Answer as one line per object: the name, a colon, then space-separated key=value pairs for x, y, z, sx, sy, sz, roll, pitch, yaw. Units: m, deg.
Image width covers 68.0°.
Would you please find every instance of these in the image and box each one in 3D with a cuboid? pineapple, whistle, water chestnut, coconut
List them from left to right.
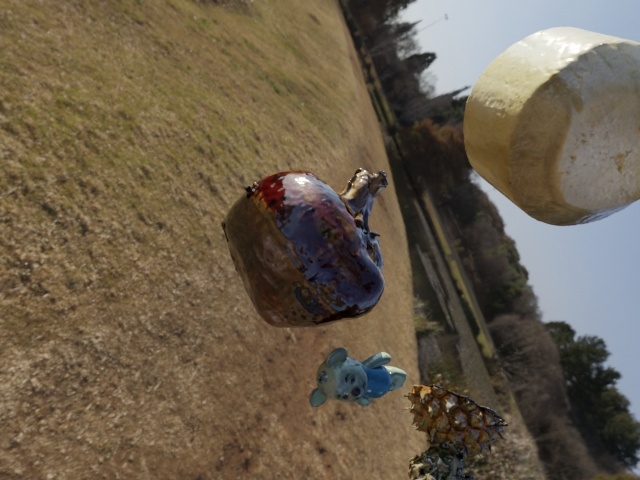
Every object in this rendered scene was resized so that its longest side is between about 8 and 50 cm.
water chestnut: x=0.000 y=0.000 z=0.874 sx=0.335 sy=0.346 sz=0.335 roll=56 pitch=-2 yaw=3
whistle: x=0.080 y=0.250 z=0.849 sx=0.235 sy=0.114 sz=0.077 roll=18 pitch=9 yaw=-42
pineapple: x=0.284 y=0.519 z=1.129 sx=0.262 sy=0.262 sz=0.272 roll=51 pitch=57 yaw=-44
coconut: x=0.273 y=-0.130 z=0.538 sx=0.202 sy=0.202 sz=0.222 roll=58 pitch=9 yaw=-27
